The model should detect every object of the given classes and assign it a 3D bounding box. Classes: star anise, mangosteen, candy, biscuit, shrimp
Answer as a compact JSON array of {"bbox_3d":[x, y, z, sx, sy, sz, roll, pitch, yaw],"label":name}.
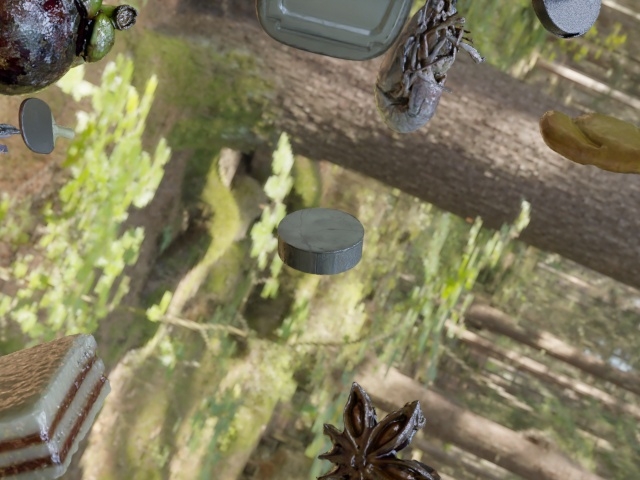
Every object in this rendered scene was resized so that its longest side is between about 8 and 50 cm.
[{"bbox_3d":[0.099,0.353,1.528,0.220,0.214,0.099,-62,166,-5],"label":"star anise"},{"bbox_3d":[-0.509,-0.386,1.579,0.311,0.311,0.311,24,90,-89],"label":"mangosteen"},{"bbox_3d":[-0.482,0.281,1.552,0.320,0.179,0.135,-80,153,-73],"label":"candy"},{"bbox_3d":[0.506,-0.160,1.510,0.154,0.299,0.045,-74,162,-49],"label":"biscuit"},{"bbox_3d":[0.189,-0.328,1.560,0.145,0.116,0.343,60,-44,42],"label":"shrimp"}]

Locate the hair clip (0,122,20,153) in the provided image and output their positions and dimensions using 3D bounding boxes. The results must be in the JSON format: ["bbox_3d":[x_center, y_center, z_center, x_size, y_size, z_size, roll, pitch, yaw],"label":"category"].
[{"bbox_3d":[-0.594,-0.167,1.461,0.292,0.106,0.084,-5,116,-56],"label":"hair clip"}]

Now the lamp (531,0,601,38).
[{"bbox_3d":[0.440,-0.300,1.105,0.108,0.371,0.130,-4,96,-53],"label":"lamp"}]

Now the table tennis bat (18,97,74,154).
[{"bbox_3d":[-0.427,-0.176,1.466,0.156,0.013,0.087,4,79,-77],"label":"table tennis bat"}]

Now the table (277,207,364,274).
[{"bbox_3d":[0.000,0.000,1.442,0.133,0.133,0.043,-64,160,-56],"label":"table"}]

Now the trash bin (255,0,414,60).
[{"bbox_3d":[0.022,-0.435,1.393,0.250,0.220,0.219,-94,-158,-46],"label":"trash bin"}]
